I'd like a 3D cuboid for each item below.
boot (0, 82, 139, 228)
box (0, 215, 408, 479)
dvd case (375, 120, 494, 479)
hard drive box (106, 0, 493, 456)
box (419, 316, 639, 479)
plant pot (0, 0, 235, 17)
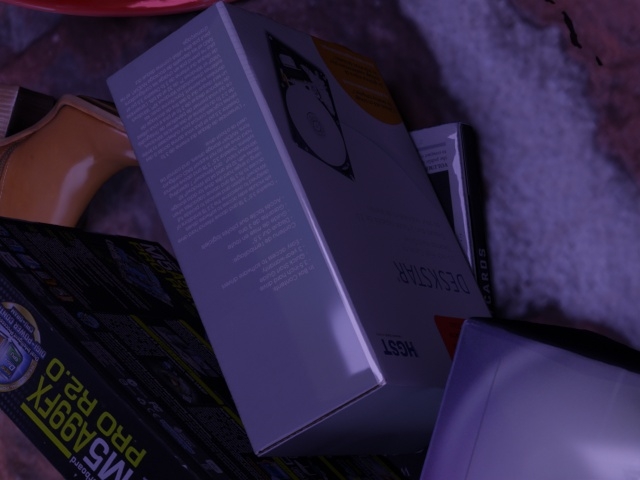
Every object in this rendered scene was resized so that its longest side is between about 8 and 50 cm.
[{"bbox_3d":[-0.175,-0.022,1.215,0.197,0.073,0.152,11,90,43],"label":"boot"},{"bbox_3d":[-0.087,0.092,1.033,0.270,0.216,0.060,42,105,26],"label":"box"},{"bbox_3d":[0.025,0.060,1.112,0.179,0.029,0.239,-11,79,29],"label":"dvd case"},{"bbox_3d":[0.000,0.000,1.011,0.089,0.181,0.232,-31,71,24],"label":"hard drive box"},{"bbox_3d":[0.191,0.221,0.913,0.294,0.182,0.296,17,93,32],"label":"box"},{"bbox_3d":[-0.133,-0.304,1.119,0.275,0.275,0.243,-11,70,29],"label":"plant pot"}]
